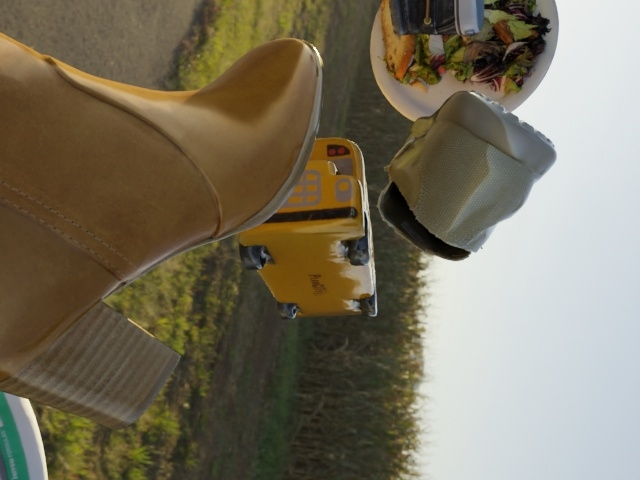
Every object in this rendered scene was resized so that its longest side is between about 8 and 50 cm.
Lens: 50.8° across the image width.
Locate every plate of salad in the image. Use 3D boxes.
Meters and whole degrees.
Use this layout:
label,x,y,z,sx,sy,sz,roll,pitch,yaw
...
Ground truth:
label,x,y,z,sx,sy,sz,roll,pitch,yaw
plate of salad,0.145,-0.216,0.708,0.048,0.200,0.200,7,89,-68

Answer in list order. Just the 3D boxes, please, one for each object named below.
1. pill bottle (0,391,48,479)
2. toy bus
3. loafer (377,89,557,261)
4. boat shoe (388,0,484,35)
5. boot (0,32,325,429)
label,x,y,z,sx,sy,sz,roll,pitch,yaw
pill bottle,-0.457,0.237,0.599,0.361,0.204,0.204,-17,121,-41
toy bus,0.000,0.000,0.689,0.333,0.108,0.130,72,16,-69
loafer,0.089,-0.037,0.507,0.092,0.102,0.268,-52,174,0
boat shoe,0.096,-0.270,0.584,0.065,0.083,0.183,-41,130,-62
boot,-0.122,-0.065,0.360,0.211,0.104,0.295,44,60,-35
